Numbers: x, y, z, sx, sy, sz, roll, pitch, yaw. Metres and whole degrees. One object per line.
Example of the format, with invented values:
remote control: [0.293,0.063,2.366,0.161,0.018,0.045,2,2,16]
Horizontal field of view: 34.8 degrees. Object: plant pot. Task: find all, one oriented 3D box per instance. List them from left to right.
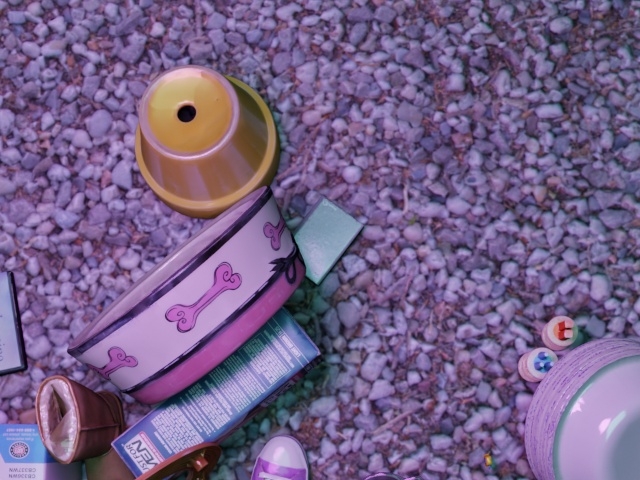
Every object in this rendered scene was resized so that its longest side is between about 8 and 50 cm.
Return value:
plant pot: [-0.205,-0.183,1.739,0.254,0.239,0.253,-1,78,4]

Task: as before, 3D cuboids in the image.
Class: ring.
ring: [-0.283,0.431,1.570,0.337,0.336,0.032,-41,73,-5]

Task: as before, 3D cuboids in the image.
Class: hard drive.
hard drive: [0.000,0.000,1.801,0.094,0.022,0.135,36,83,9]

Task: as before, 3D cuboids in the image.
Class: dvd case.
dvd case: [-0.653,0.166,1.802,0.253,0.022,0.180,-12,78,0]

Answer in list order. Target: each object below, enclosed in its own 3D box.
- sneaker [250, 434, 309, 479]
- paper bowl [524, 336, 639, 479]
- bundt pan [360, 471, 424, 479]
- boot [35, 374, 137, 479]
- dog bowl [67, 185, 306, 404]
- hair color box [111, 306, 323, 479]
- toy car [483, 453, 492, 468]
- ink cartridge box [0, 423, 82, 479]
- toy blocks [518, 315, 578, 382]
sneaker: [-0.084,0.453,1.647,0.102,0.161,0.282,10,78,6]
paper bowl: [0.474,0.305,1.592,0.284,0.148,0.284,-5,105,-18]
bundt pan: [0.107,0.539,1.618,0.331,0.124,0.330,-1,83,8]
boot: [-0.370,0.340,1.626,0.089,0.269,0.236,-17,78,0]
dog bowl: [-0.195,0.095,1.619,0.408,0.408,0.150,-39,98,-5]
hair color box: [-0.160,0.261,1.681,0.347,0.174,0.105,-38,81,-4]
toy car: [0.250,0.411,1.697,0.060,0.040,0.122,8,80,5]
ink cartridge box: [-0.510,0.433,1.652,0.198,0.197,0.270,-1,80,3]
toy blocks: [0.382,0.176,1.683,0.054,0.148,0.123,37,83,9]
